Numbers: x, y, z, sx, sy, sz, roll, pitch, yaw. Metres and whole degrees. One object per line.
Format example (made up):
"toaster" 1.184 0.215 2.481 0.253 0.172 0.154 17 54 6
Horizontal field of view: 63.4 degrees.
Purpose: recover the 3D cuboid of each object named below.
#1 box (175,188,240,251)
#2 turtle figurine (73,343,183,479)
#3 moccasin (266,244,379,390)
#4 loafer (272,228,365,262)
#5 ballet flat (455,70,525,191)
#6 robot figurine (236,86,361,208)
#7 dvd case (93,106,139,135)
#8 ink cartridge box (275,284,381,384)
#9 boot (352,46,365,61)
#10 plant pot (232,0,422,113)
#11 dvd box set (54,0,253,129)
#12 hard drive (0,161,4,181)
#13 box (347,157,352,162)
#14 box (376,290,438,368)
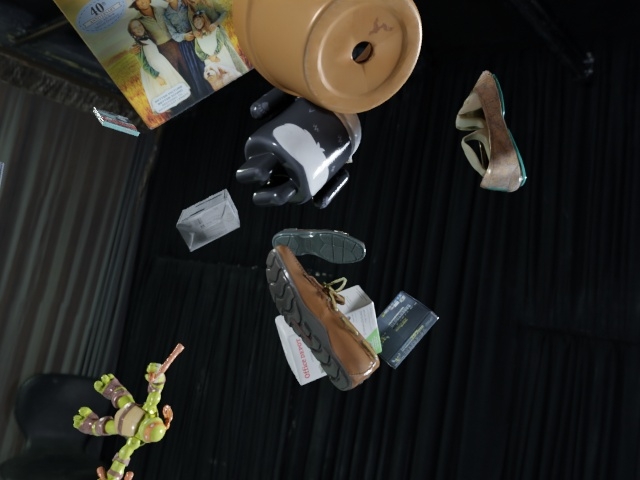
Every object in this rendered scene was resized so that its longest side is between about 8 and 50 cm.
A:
"box" -0.344 -0.071 1.608 0.169 0.087 0.290 -28 16 -5
"turtle figurine" -0.329 0.302 0.913 0.218 0.269 0.087 4 -21 40
"moccasin" 0.005 0.168 1.246 0.147 0.380 0.139 -32 -14 -34
"loafer" 0.000 0.000 1.485 0.268 0.096 0.084 7 27 10
"ballet flat" 0.359 -0.247 1.139 0.106 0.315 0.107 -7 -29 4
"robot figurine" -0.041 -0.184 1.046 0.174 0.278 0.209 30 -29 22
"dvd case" -0.505 -0.294 1.279 0.087 0.013 0.119 13 21 -40
"ink cartridge box" 0.026 0.281 1.543 0.273 0.198 0.115 -21 31 -13
"boot" 0.098 -0.512 1.681 0.207 0.246 0.094 6 20 -31
"plant pot" 0.025 -0.339 0.832 0.291 0.290 0.203 16 32 -38
"dvd box set" -0.304 -0.437 0.993 0.062 0.308 0.420 53 -7 28
"hard drive" -0.779 -0.064 1.084 0.054 0.255 0.172 48 0 -39
"box" -0.019 -0.258 1.543 0.233 0.087 0.058 -15 13 -27
"box" 0.273 0.307 1.812 0.059 0.232 0.183 43 -3 -31
